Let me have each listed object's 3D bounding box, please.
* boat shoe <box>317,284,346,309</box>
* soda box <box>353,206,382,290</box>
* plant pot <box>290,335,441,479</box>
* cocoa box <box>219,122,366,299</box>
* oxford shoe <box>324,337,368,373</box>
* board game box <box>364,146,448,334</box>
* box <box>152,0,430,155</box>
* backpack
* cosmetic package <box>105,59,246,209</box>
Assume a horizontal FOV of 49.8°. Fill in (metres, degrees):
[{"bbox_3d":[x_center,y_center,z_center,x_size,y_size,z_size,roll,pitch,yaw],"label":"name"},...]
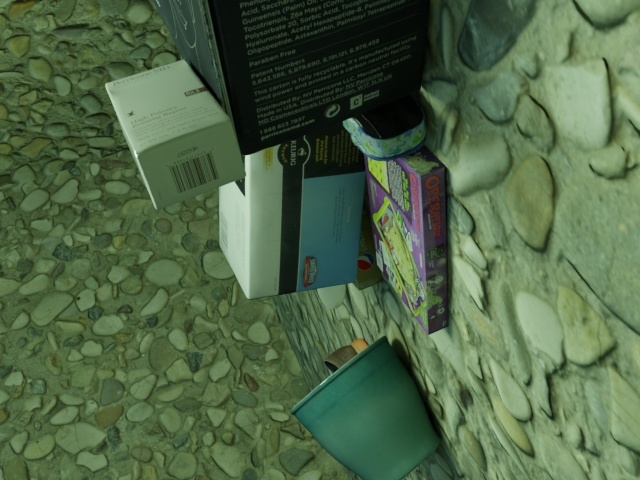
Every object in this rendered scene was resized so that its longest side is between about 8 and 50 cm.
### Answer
[{"bbox_3d":[0.013,0.074,1.844,0.070,0.077,0.219,180,78,-77],"label":"boat shoe"},{"bbox_3d":[0.078,0.012,1.469,0.061,0.058,0.181,-133,26,-61],"label":"soda box"},{"bbox_3d":[0.117,0.391,1.508,0.255,0.271,0.272,51,164,13],"label":"plant pot"},{"bbox_3d":[-0.060,-0.101,1.320,0.231,0.227,0.347,-128,35,-54],"label":"cocoa box"},{"bbox_3d":[0.124,0.416,1.760,0.364,0.132,0.130,-124,18,-47],"label":"oxford shoe"},{"bbox_3d":[0.142,-0.028,1.151,0.208,0.056,0.347,-117,13,-47],"label":"board game box"},{"bbox_3d":[-0.091,-0.457,0.850,0.472,0.297,0.480,84,160,-57],"label":"box"},{"bbox_3d":[0.095,-0.165,0.987,0.114,0.105,0.084,57,168,38],"label":"backpack"},{"bbox_3d":[-0.185,-0.140,0.856,0.231,0.117,0.085,52,159,49],"label":"cosmetic package"}]
